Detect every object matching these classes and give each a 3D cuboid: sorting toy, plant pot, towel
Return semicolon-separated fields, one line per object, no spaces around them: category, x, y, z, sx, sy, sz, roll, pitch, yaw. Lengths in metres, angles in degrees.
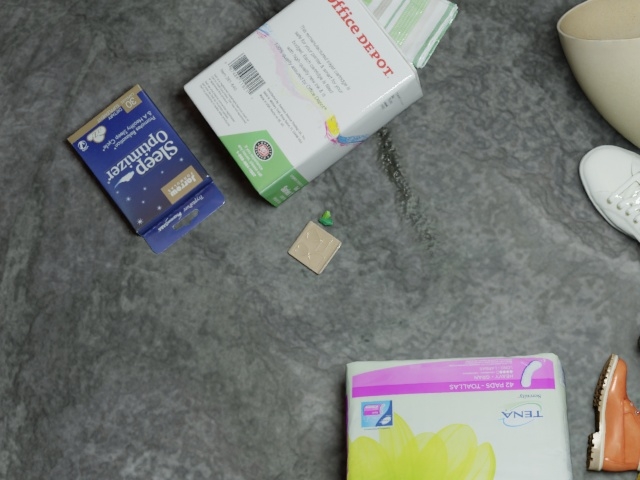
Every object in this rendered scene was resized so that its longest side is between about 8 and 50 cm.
sorting toy;0.000;0.000;1.868;0.062;0.012;0.083;35;88;19
plant pot;0.476;-0.228;1.740;0.284;0.284;0.191;-13;111;5
towel;0.113;-0.334;1.920;0.152;0.023;0.113;31;83;14

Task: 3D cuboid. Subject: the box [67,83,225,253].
box;-0.257;-0.106;1.918;0.136;0.036;0.225;-38;76;-1

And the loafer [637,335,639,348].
loafer;0.554;0.130;1.724;0.268;0.084;0.096;4;76;-8

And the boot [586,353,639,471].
boot;0.407;0.233;1.738;0.085;0.059;0.157;6;87;7

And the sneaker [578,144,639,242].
sneaker;0.467;-0.031;1.751;0.106;0.123;0.290;-43;74;0

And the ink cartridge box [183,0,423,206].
ink cartridge box;-0.021;-0.215;1.857;0.278;0.117;0.201;-37;75;3

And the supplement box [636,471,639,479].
supplement box;0.458;0.326;1.692;0.043;0.055;0.083;-22;57;-19

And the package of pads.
package of pads;0.181;0.274;1.713;0.297;0.101;0.229;-4;61;8
